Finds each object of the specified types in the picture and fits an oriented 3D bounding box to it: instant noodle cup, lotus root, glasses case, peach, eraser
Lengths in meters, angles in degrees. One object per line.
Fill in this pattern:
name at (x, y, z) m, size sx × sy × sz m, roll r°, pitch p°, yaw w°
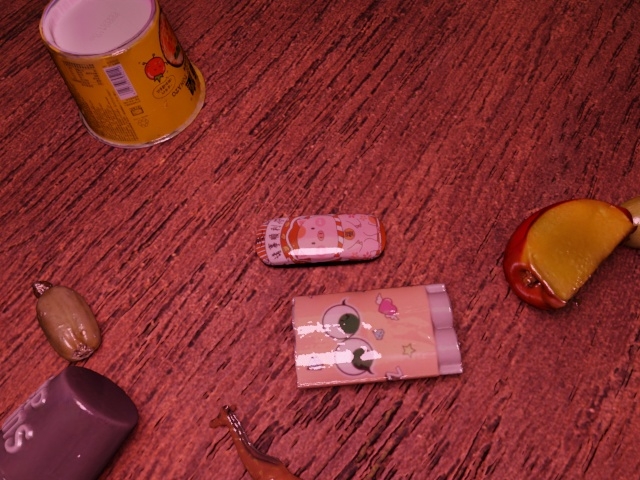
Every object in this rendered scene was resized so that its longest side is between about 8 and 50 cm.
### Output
instant noodle cup at (-0.458, -0.416, 1.066) m, size 0.326 × 0.254 × 0.325 m, roll -1°, pitch 65°, yaw 3°
lotus root at (-0.492, 0.149, 0.890) m, size 0.090 × 0.077 × 0.183 m, roll -37°, pitch 71°, yaw -22°
glasses case at (0.000, 0.000, 0.949) m, size 0.267 × 0.067 × 0.103 m, roll -4°, pitch 63°, yaw 0°
peach at (0.455, 0.006, 0.877) m, size 0.267 × 0.158 × 0.154 m, roll -41°, pitch 79°, yaw -14°
eraser at (0.097, 0.176, 0.850) m, size 0.291 × 0.087 × 0.171 m, roll -5°, pitch 65°, yaw 0°

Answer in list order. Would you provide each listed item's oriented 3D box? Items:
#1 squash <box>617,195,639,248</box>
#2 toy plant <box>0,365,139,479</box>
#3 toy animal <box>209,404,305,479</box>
squash at (0.666, -0.043, 0.918) m, size 0.187 × 0.123 × 0.122 m, roll -9°, pitch 64°, yaw -3°
toy plant at (-0.486, 0.391, 0.721) m, size 0.280 × 0.185 × 0.400 m, roll 36°, pitch 80°, yaw 30°
toy animal at (-0.099, 0.401, 0.767) m, size 0.225 × 0.066 × 0.229 m, roll -3°, pitch 72°, yaw 22°
